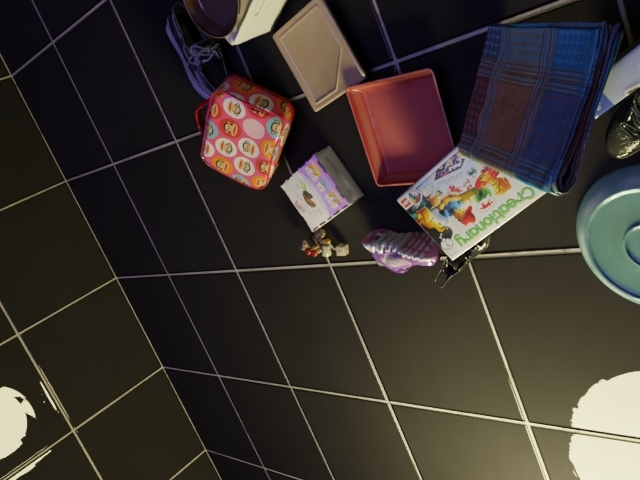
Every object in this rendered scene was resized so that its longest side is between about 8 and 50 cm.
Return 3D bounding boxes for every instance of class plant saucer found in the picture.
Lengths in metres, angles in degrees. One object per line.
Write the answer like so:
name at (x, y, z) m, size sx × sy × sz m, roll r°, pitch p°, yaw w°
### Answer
plant saucer at (0.201, -0.259, 1.539) m, size 0.258 × 0.048 × 0.259 m, roll 0°, pitch 117°, yaw 46°
plant saucer at (-0.247, -0.572, 1.531) m, size 0.199 × 0.036 × 0.198 m, roll 26°, pitch 133°, yaw 31°
plant saucer at (0.641, 0.005, 1.273) m, size 0.318 × 0.044 × 0.317 m, roll 26°, pitch 133°, yaw 31°

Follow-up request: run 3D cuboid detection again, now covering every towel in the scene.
towel at (0.358, -0.246, 1.165) m, size 0.370 × 0.040 × 0.271 m, roll -130°, pitch 50°, yaw -67°

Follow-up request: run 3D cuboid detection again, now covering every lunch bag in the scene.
lunch bag at (-0.225, -0.301, 1.836) m, size 0.258 × 0.120 × 0.293 m, roll 25°, pitch 137°, yaw 0°

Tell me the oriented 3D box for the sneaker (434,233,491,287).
sneaker at (0.338, 0.040, 1.578) m, size 0.051 × 0.089 × 0.170 m, roll 45°, pitch 141°, yaw 13°

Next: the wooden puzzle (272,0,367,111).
wooden puzzle at (-0.001, -0.454, 1.620) m, size 0.239 × 0.044 × 0.221 m, roll -20°, pitch 102°, yaw 56°

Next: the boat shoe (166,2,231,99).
boat shoe at (-0.327, -0.523, 1.852) m, size 0.306 × 0.113 × 0.105 m, roll 63°, pitch 157°, yaw 5°

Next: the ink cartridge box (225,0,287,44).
ink cartridge box at (-0.233, -0.708, 1.577) m, size 0.384 × 0.160 × 0.279 m, roll 50°, pitch 142°, yaw 7°

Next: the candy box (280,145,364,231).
candy box at (0.001, -0.139, 1.819) m, size 0.164 × 0.070 × 0.196 m, roll 55°, pitch 142°, yaw 0°

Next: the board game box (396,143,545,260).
board game box at (0.334, -0.112, 1.439) m, size 0.193 × 0.053 × 0.305 m, roll 47°, pitch 130°, yaw 0°

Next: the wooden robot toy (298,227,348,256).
wooden robot toy at (0.000, 0.000, 1.927) m, size 0.173 × 0.076 × 0.079 m, roll 11°, pitch 113°, yaw 42°

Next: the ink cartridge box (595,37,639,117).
ink cartridge box at (0.531, -0.303, 1.045) m, size 0.065 × 0.186 × 0.311 m, roll 52°, pitch 143°, yaw 0°

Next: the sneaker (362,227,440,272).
sneaker at (0.218, 0.037, 1.711) m, size 0.236 × 0.095 × 0.104 m, roll 11°, pitch 131°, yaw 48°

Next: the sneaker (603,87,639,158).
sneaker at (0.554, -0.214, 1.135) m, size 0.087 × 0.130 × 0.227 m, roll 49°, pitch 144°, yaw 11°
